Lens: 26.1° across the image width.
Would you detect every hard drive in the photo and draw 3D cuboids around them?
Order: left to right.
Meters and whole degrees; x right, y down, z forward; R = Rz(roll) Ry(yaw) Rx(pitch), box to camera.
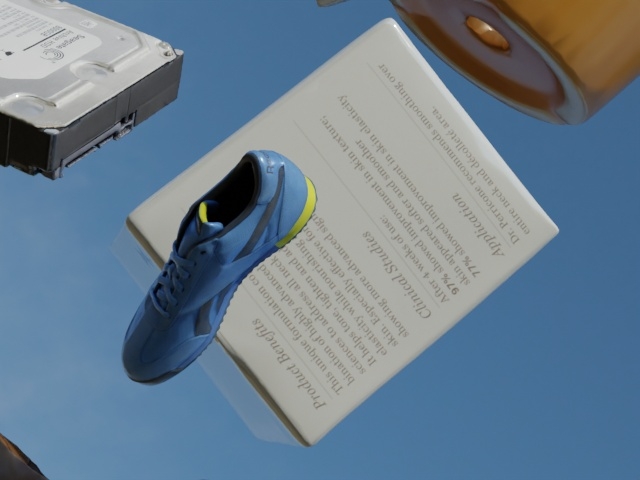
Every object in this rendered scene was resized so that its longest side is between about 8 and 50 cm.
[{"bbox_3d":[-0.334,-0.182,1.332,0.339,0.237,0.064,24,-56,15],"label":"hard drive"}]

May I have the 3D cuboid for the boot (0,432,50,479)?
[{"bbox_3d":[-0.247,0.134,0.768,0.264,0.096,0.280,36,-32,-24],"label":"boot"}]

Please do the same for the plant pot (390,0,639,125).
[{"bbox_3d":[0.133,-0.168,0.685,0.205,0.188,0.205,37,-7,6],"label":"plant pot"}]

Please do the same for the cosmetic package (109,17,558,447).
[{"bbox_3d":[0.000,0.000,1.682,0.329,0.393,0.327,53,-13,-3],"label":"cosmetic package"}]

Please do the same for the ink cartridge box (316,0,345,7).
[{"bbox_3d":[0.023,-0.251,1.073,0.088,0.052,0.122,-18,-81,12],"label":"ink cartridge box"}]

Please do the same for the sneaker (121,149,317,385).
[{"bbox_3d":[-0.094,0.017,1.030,0.209,0.082,0.069,-50,-125,10],"label":"sneaker"}]
